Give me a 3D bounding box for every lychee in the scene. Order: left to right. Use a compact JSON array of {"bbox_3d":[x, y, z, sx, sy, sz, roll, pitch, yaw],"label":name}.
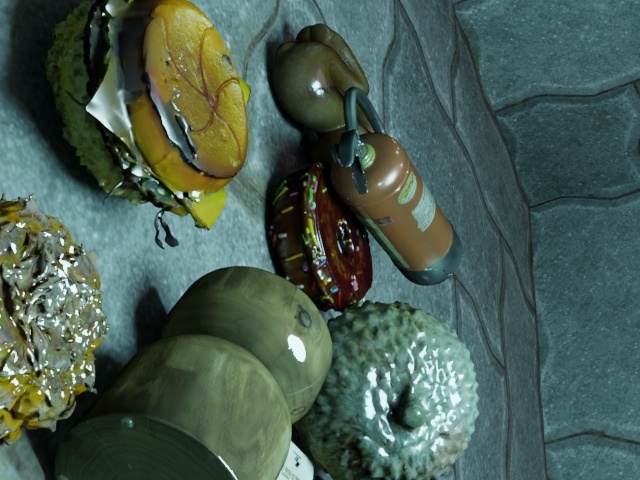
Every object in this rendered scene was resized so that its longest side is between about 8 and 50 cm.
[{"bbox_3d":[0.081,0.207,1.196,0.274,0.255,0.255,163,-83,-72],"label":"lychee"}]

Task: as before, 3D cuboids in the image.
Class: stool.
[{"bbox_3d":[-0.107,0.161,0.849,0.264,0.179,0.179,-58,133,-59],"label":"stool"}]

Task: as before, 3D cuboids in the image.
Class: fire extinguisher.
[{"bbox_3d":[0.091,-0.083,1.337,0.376,0.113,0.200,47,11,-53],"label":"fire extinguisher"}]

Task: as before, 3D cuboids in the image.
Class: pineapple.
[{"bbox_3d":[-0.238,0.058,0.717,0.225,0.076,0.224,-9,90,-67],"label":"pineapple"}]

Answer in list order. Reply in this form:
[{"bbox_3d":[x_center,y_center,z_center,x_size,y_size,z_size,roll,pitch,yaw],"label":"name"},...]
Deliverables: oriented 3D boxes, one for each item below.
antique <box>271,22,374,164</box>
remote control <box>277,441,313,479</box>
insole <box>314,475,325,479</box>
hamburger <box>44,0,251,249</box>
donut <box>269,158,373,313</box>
[{"bbox_3d":[0.011,-0.196,1.394,0.143,0.121,0.256,-54,129,-52],"label":"antique"},{"bbox_3d":[-0.060,0.366,1.034,0.103,0.056,0.277,55,31,-44],"label":"remote control"},{"bbox_3d":[0.018,0.373,1.296,0.135,0.002,0.045,49,35,-52],"label":"insole"},{"bbox_3d":[-0.170,-0.132,0.883,0.243,0.139,0.261,53,33,-44],"label":"hamburger"},{"bbox_3d":[0.000,0.000,1.309,0.235,0.089,0.235,-11,90,-69],"label":"donut"}]
